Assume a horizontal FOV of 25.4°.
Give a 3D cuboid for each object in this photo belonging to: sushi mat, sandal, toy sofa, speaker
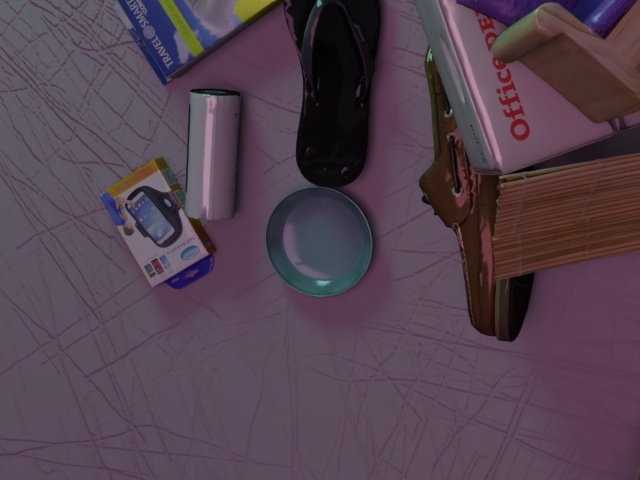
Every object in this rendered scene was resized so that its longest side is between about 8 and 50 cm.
[{"bbox_3d":[0.308,-0.038,1.292,0.317,0.151,0.019,-11,57,-5],"label":"sushi mat"},{"bbox_3d":[0.017,-0.178,1.435,0.097,0.054,0.254,-6,104,-4],"label":"sandal"},{"bbox_3d":[0.282,-0.285,1.153,0.177,0.150,0.362,40,86,-6],"label":"toy sofa"},{"bbox_3d":[-0.114,-0.090,1.507,0.055,0.055,0.136,7,103,16],"label":"speaker"}]

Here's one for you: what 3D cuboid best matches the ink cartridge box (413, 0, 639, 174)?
[{"bbox_3d":[0.243,-0.201,1.284,0.283,0.117,0.207,-20,95,-5],"label":"ink cartridge box"}]

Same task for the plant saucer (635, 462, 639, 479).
[{"bbox_3d":[0.455,0.267,1.361,0.311,0.050,0.310,-1,82,9],"label":"plant saucer"}]

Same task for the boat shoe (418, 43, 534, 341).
[{"bbox_3d":[0.155,-0.055,1.408,0.104,0.111,0.307,1,90,19],"label":"boat shoe"}]

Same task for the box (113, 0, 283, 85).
[{"bbox_3d":[-0.131,-0.251,1.488,0.178,0.042,0.109,-33,89,19],"label":"box"}]

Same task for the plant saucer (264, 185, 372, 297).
[{"bbox_3d":[0.000,0.000,1.506,0.119,0.021,0.119,3,101,16],"label":"plant saucer"}]

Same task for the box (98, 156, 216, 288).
[{"bbox_3d":[-0.175,-0.013,1.556,0.081,0.028,0.136,-30,89,20],"label":"box"}]
